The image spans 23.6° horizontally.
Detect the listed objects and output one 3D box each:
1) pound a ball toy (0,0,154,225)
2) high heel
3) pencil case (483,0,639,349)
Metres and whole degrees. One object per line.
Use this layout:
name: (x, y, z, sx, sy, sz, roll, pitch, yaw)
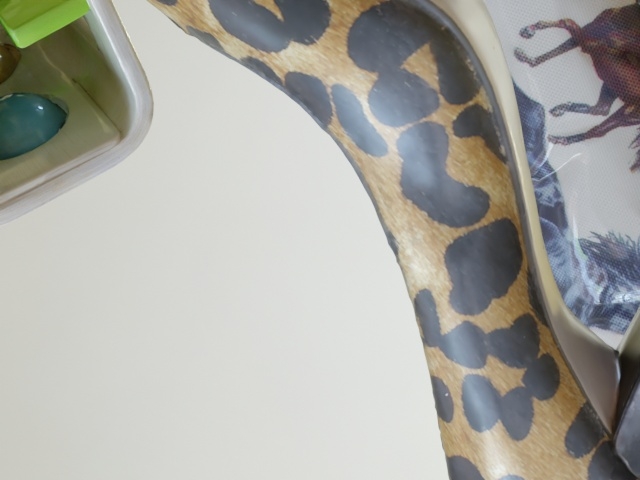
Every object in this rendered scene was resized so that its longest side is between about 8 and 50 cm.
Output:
pound a ball toy: (-0.246, -0.108, 0.848, 0.208, 0.135, 0.319, -30, -142, -13)
high heel: (0.000, 0.000, 0.447, 0.261, 0.093, 0.186, 26, -68, 2)
pencil case: (0.169, -0.109, 0.909, 0.160, 0.183, 0.410, -13, -79, 50)
